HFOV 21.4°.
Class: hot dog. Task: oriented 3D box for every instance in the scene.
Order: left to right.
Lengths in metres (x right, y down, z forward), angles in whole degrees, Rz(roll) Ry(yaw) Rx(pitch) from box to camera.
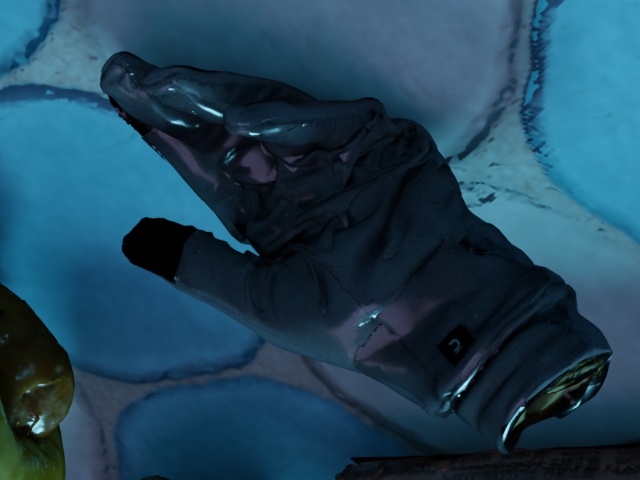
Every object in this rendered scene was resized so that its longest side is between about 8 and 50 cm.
[{"bbox_3d":[-0.253,0.068,0.962,0.257,0.153,0.150,17,166,19],"label":"hot dog"}]

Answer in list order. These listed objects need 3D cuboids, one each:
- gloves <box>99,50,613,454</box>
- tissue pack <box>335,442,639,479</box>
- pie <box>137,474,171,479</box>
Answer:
[{"bbox_3d":[0.006,0.003,0.819,0.285,0.119,0.142,38,99,4],"label":"gloves"},{"bbox_3d":[0.184,0.211,0.962,0.332,0.123,0.245,-8,125,24],"label":"tissue pack"},{"bbox_3d":[-0.037,0.259,1.055,0.277,0.078,0.277,50,168,14],"label":"pie"}]
